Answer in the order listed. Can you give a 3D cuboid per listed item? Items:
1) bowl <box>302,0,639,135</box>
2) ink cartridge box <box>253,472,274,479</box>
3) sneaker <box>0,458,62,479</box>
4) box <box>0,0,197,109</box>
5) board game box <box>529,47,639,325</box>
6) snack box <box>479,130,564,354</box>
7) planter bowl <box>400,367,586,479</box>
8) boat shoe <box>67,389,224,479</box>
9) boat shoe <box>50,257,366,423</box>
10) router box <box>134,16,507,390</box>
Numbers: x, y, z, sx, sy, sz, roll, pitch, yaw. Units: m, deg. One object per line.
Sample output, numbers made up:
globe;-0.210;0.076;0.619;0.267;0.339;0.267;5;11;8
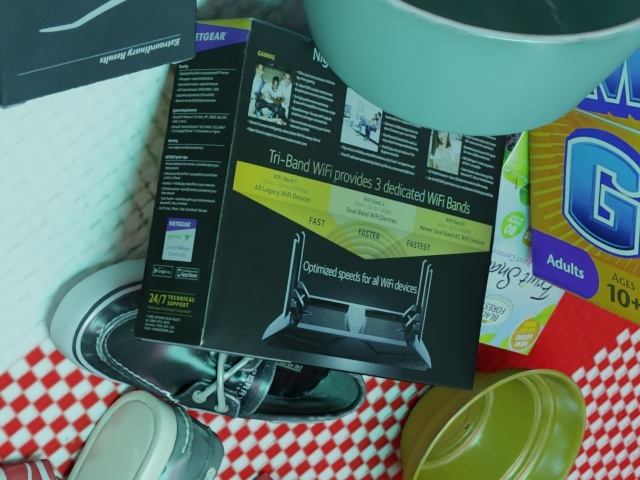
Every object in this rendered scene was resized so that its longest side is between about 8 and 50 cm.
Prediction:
bowl;0.107;-0.194;1.365;0.311;0.311;0.163;-20;147;-29
ink cartridge box;-0.083;0.372;1.664;0.273;0.197;0.114;-38;137;-11
sneaker;-0.240;0.230;1.544;0.067;0.042;0.118;-13;125;-29
box;-0.168;-0.211;1.232;0.153;0.108;0.207;-18;130;-31
board game box;0.418;-0.127;1.544;0.356;0.356;0.356;-25;124;-33
snack box;0.167;-0.012;1.690;0.174;0.070;0.207;16;109;-45
planter bowl;0.143;0.192;1.804;0.217;0.090;0.217;-21;131;-27
boat shoe;-0.187;0.278;1.571;0.099;0.116;0.319;26;96;-43
boat shoe;-0.080;0.096;1.535;0.301;0.102;0.108;19;106;-46
router box;0.011;-0.020;1.473;0.309;0.081;0.243;14;83;-45
